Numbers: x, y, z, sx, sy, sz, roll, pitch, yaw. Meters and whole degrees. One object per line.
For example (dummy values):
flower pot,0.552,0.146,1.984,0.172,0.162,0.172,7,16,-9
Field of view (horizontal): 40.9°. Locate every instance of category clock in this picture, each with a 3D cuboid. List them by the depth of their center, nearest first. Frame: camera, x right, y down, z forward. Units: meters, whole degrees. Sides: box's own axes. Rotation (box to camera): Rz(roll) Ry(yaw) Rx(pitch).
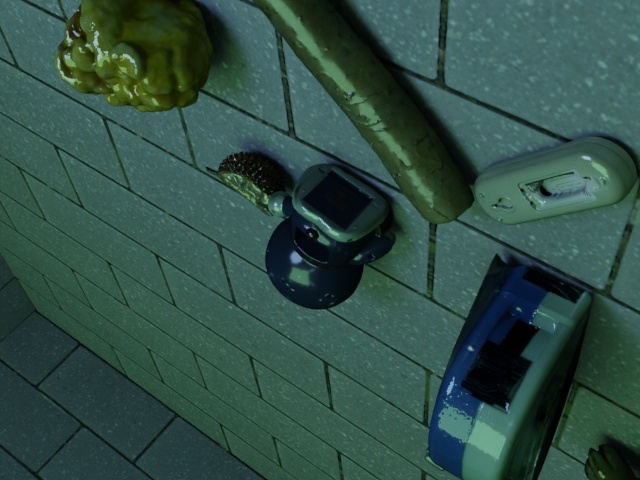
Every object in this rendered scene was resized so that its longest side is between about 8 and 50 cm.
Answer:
clock,0.000,0.000,1.290,0.199,0.146,0.243,33,145,9

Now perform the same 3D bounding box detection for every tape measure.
tape measure,0.248,0.196,1.128,0.138,0.262,0.259,18,146,23

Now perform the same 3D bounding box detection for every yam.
yam,0.054,-0.176,1.025,0.371,0.083,0.083,51,152,-15

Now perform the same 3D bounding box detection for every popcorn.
popcorn,-0.266,-0.259,1.203,0.226,0.203,0.200,52,147,23

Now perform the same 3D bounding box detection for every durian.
durian,-0.110,-0.102,1.360,0.140,0.071,0.110,28,157,1

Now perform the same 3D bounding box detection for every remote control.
remote control,0.253,-0.061,0.961,0.078,0.042,0.221,49,152,-15

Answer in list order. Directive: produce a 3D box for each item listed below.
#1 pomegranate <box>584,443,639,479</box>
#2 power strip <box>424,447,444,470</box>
pomegranate,0.465,0.405,1.228,0.202,0.202,0.248,79,166,-50
power strip,0.223,0.308,1.426,0.061,0.145,0.216,30,150,21
